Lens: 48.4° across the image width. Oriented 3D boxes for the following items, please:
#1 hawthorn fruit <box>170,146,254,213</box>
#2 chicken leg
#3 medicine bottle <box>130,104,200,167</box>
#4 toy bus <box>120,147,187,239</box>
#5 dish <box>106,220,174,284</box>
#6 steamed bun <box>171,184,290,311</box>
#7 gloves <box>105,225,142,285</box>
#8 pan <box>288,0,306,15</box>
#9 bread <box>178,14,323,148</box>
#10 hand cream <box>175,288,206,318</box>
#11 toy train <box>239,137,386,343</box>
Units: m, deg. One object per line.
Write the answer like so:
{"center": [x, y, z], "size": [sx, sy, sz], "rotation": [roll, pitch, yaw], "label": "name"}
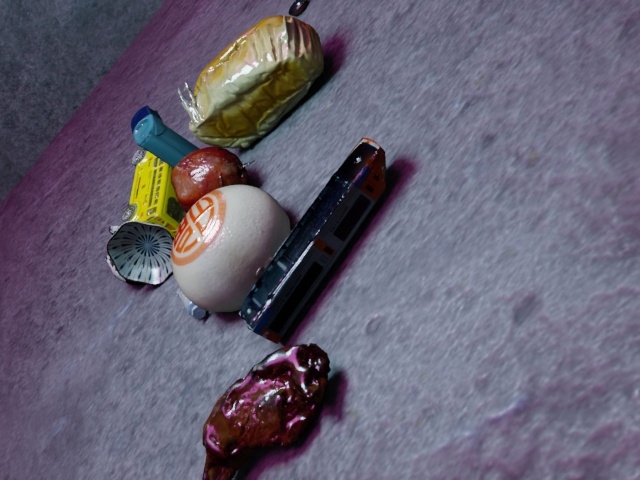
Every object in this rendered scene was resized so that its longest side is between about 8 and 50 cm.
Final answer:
{"center": [-0.248, -0.150, 1.697], "size": [0.235, 0.181, 0.181], "rotation": [-24, 44, 39], "label": "hawthorn fruit"}
{"center": [-0.122, 0.333, 1.186], "size": [0.158, 0.096, 0.407], "rotation": [39, 96, 38], "label": "chicken leg"}
{"center": [-0.378, -0.238, 1.864], "size": [0.079, 0.258, 0.124], "rotation": [-44, 31, 18], "label": "medicine bottle"}
{"center": [-0.432, -0.136, 1.950], "size": [0.152, 0.144, 0.330], "rotation": [-26, 45, 25], "label": "toy bus"}
{"center": [-0.441, 0.020, 1.811], "size": [0.191, 0.191, 0.066], "rotation": [-42, 20, 20], "label": "dish"}
{"center": [-0.208, 0.005, 1.500], "size": [0.283, 0.177, 0.283], "rotation": [-33, 40, 32], "label": "steamed bun"}
{"center": [-0.523, 0.035, 1.955], "size": [0.127, 0.111, 0.212], "rotation": [-69, 29, 26], "label": "gloves"}
{"center": [-0.047, -0.682, 2.043], "size": [0.115, 0.023, 0.068], "rotation": [-21, 45, 46], "label": "pan"}
{"center": [-0.163, -0.390, 1.769], "size": [0.388, 0.236, 0.183], "rotation": [-30, 56, 22], "label": "bread"}
{"center": [-0.295, 0.131, 1.629], "size": [0.065, 0.043, 0.171], "rotation": [-49, 28, 1], "label": "hand cream"}
{"center": [0.000, 0.000, 1.318], "size": [0.409, 0.089, 0.086], "rotation": [-55, 30, 0], "label": "toy train"}
